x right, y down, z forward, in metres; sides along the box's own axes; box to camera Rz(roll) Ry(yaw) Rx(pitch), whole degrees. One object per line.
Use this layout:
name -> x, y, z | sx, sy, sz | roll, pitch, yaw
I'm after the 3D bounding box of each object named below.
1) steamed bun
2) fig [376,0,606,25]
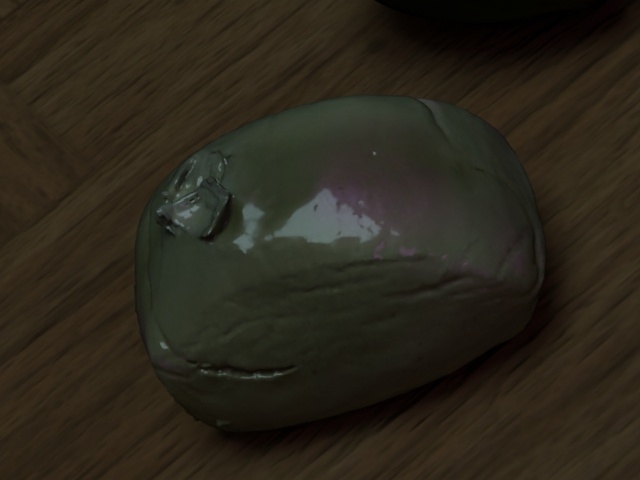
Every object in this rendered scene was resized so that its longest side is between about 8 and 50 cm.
steamed bun -> 0.000, 0.000, 1.064 | 0.238, 0.153, 0.170 | -22, 42, 16
fig -> 0.105, -0.225, 1.218 | 0.203, 0.203, 0.225 | -43, 76, -12
